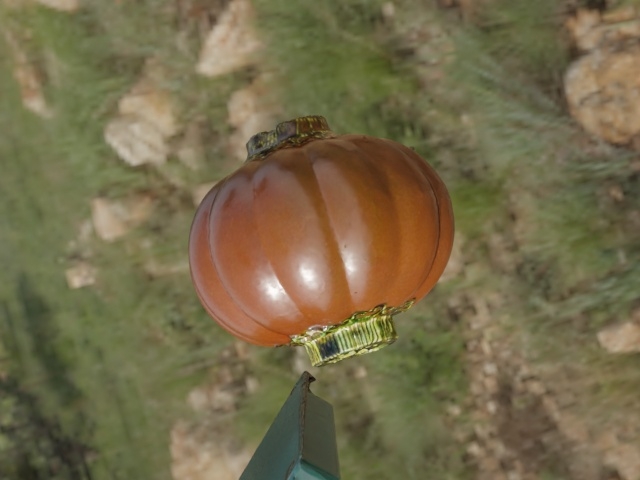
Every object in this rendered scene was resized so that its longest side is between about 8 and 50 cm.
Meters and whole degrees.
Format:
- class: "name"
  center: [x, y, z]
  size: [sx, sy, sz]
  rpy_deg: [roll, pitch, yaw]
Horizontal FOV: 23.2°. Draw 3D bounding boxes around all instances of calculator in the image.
- class: "calculator"
  center: [-0.056, 0.264, 1.342]
  size: [0.274, 0.058, 0.248]
  rpy_deg: [-61, 7, 8]

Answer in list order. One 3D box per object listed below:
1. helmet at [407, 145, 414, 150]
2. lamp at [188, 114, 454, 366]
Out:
- class: "helmet"
  center: [0.033, -0.046, 1.431]
  size: [0.070, 0.098, 0.123]
  rpy_deg: [27, 125, 13]
- class: "lamp"
  center: [0.000, 0.000, 1.273]
  size: [0.223, 0.223, 0.196]
  rpy_deg: [-30, 74, 58]
